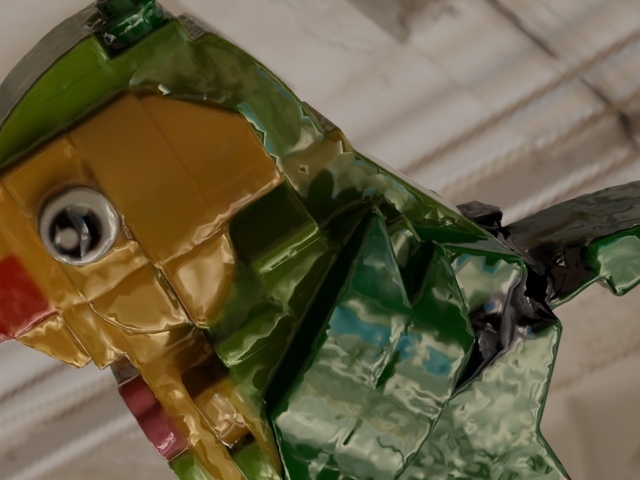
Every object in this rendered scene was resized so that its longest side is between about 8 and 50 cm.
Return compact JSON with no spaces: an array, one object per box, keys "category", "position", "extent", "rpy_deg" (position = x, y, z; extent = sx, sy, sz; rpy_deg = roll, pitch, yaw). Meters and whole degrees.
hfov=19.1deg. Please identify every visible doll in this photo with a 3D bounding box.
[{"category":"doll","position":[-0.004,0.008,0.499],"extent":[0.134,0.186,0.106],"rpy_deg":[-61,-161,8]}]
